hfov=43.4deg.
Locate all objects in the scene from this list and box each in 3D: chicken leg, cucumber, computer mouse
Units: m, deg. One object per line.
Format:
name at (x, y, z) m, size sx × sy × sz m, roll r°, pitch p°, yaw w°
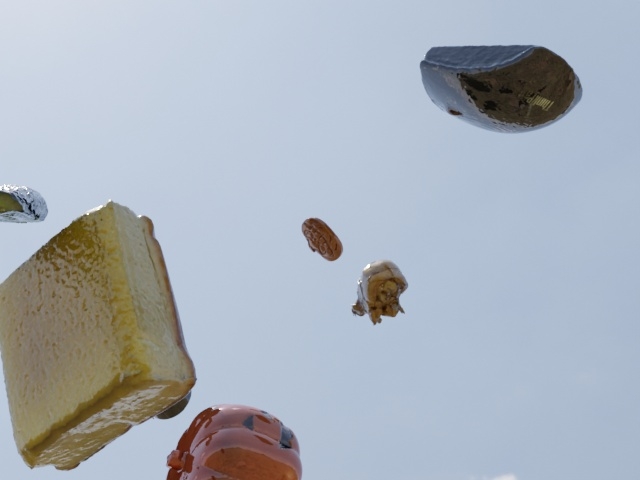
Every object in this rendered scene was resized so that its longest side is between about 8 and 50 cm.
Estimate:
chicken leg at (0.099, 0.104, 1.436) m, size 0.085 × 0.101 × 0.207 m, roll -18°, pitch -17°, yaw -16°
cucumber at (-0.476, -0.062, 1.238) m, size 0.078 × 0.211 × 0.062 m, roll -4°, pitch -92°, yaw -10°
computer mouse at (0.295, -0.243, 1.348) m, size 0.170 × 0.269 × 0.100 m, roll 47°, pitch -115°, yaw -42°

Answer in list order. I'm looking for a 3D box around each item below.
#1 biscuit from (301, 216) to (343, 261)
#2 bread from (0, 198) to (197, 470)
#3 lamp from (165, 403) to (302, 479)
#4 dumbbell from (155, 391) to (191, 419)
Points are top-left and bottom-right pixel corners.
biscuit at (0.000, 0.000, 1.439) m, size 0.091 × 0.015 × 0.078 m, roll 47°, pitch -38°, yaw 1°
bread at (-0.369, 0.154, 1.279) m, size 0.323 × 0.333 × 0.143 m, roll -32°, pitch -28°, yaw 26°
lamp at (-0.119, 0.297, 1.014) m, size 0.163 × 0.188 × 0.188 m, roll 24°, pitch -59°, yaw -23°
dumbbell at (-0.331, 0.258, 1.555) m, size 0.100 × 0.100 × 0.191 m, roll -19°, pitch -47°, yaw 6°
